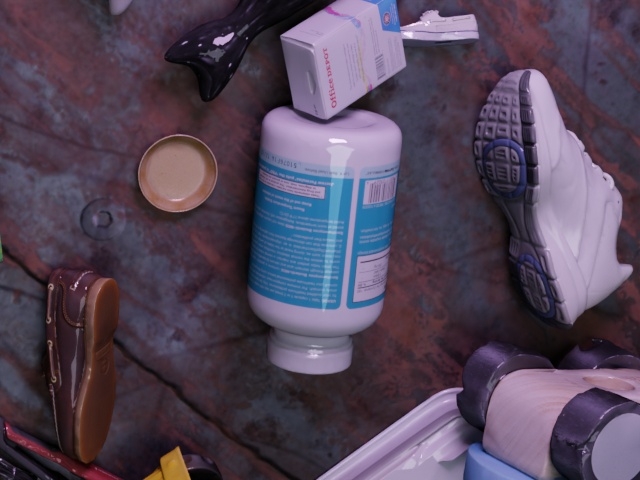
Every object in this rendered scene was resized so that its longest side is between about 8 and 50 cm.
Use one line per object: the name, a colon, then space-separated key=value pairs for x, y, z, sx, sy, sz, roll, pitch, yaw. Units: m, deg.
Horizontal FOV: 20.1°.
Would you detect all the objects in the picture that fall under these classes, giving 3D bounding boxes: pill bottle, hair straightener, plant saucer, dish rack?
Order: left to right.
hair straightener: x=-0.303 y=0.257 z=1.917 sx=0.230 sy=0.047 sz=0.089 roll=32 pitch=98 yaw=-28
plant saucer: x=-0.149 y=-0.071 z=1.871 sx=0.083 sy=0.015 sz=0.083 roll=-5 pitch=109 yaw=-15
pill bottle: x=0.000 y=0.000 z=1.865 sx=0.146 sy=0.146 sz=0.264 roll=2 pitch=107 yaw=-16
dish rack: x=0.146 y=0.363 z=2.070 sx=0.285 sy=0.072 sz=0.333 roll=-35 pitch=112 yaw=-1

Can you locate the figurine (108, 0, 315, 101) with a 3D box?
figurine: x=-0.111 y=-0.273 z=1.781 sx=0.209 sy=0.092 sz=0.215 roll=-45 pitch=113 yaw=7

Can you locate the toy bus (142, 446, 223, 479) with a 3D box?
toy bus: x=-0.164 y=0.359 z=1.925 sx=0.211 sy=0.149 sz=0.220 roll=-31 pitch=135 yaw=4

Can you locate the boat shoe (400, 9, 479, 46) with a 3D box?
boat shoe: x=0.117 y=-0.223 z=1.888 sx=0.100 sy=0.035 sz=0.035 roll=-4 pitch=82 yaw=-10

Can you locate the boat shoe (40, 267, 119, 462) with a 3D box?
boat shoe: x=-0.255 y=0.128 z=1.885 sx=0.073 sy=0.073 sz=0.207 roll=11 pitch=104 yaw=20

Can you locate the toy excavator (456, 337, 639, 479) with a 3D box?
toy excavator: x=0.335 y=0.352 z=2.014 sx=0.433 sy=0.222 sz=0.445 roll=3 pitch=104 yaw=-35

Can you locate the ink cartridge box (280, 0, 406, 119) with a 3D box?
ink cartridge box: x=0.023 y=-0.191 z=1.824 sx=0.122 sy=0.052 sz=0.088 roll=-36 pitch=131 yaw=-33

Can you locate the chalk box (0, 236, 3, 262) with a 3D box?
chalk box: x=-0.381 y=-0.042 z=1.754 sx=0.132 sy=0.132 sz=0.213 roll=-8 pitch=111 yaw=-13

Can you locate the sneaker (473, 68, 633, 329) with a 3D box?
sneaker: x=0.256 y=-0.055 z=1.957 sx=0.129 sy=0.111 sz=0.297 roll=-27 pitch=118 yaw=-22
